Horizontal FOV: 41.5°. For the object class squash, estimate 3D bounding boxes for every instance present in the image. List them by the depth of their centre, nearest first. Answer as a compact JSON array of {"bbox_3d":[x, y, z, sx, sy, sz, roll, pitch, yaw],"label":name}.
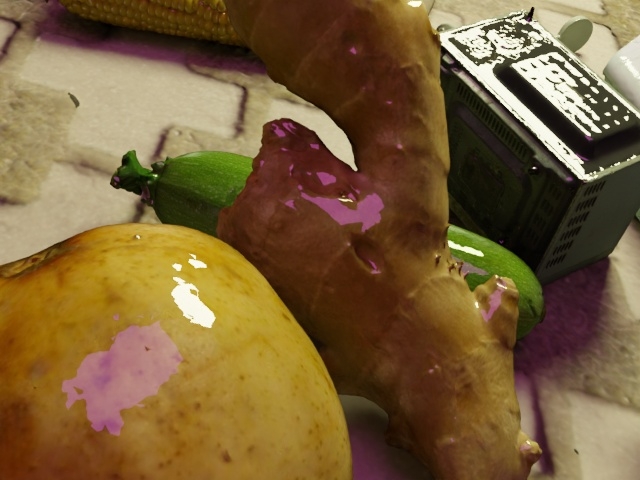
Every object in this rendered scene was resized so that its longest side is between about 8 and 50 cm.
[{"bbox_3d":[0.000,0.000,0.694,0.379,0.101,0.101,21,46,10],"label":"squash"}]

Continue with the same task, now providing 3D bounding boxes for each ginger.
[{"bbox_3d":[0.030,-0.007,0.591,0.348,0.363,0.122,27,3,3],"label":"ginger"}]

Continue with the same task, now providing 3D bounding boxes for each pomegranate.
[{"bbox_3d":[-0.112,0.125,0.457,0.260,0.260,0.260,4,45,-4],"label":"pomegranate"}]

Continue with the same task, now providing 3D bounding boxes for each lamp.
[{"bbox_3d":[0.233,-0.242,1.008,0.198,0.050,0.056,-13,47,-20],"label":"lamp"}]

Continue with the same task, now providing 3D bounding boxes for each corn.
[{"bbox_3d":[-0.155,-0.279,0.950,0.310,0.101,0.101,9,44,3],"label":"corn"}]

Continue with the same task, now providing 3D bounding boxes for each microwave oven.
[{"bbox_3d":[0.179,-0.083,0.761,0.129,0.163,0.205,-21,55,-24],"label":"microwave oven"}]

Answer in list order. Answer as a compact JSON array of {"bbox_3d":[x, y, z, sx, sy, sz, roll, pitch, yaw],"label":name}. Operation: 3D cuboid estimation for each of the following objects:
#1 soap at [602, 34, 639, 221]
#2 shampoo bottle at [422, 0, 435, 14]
[{"bbox_3d":[0.401,-0.092,0.836,0.208,0.115,0.347,-3,45,-12],"label":"soap"},{"bbox_3d":[0.074,-0.294,1.013,0.127,0.078,0.257,35,48,0],"label":"shampoo bottle"}]
